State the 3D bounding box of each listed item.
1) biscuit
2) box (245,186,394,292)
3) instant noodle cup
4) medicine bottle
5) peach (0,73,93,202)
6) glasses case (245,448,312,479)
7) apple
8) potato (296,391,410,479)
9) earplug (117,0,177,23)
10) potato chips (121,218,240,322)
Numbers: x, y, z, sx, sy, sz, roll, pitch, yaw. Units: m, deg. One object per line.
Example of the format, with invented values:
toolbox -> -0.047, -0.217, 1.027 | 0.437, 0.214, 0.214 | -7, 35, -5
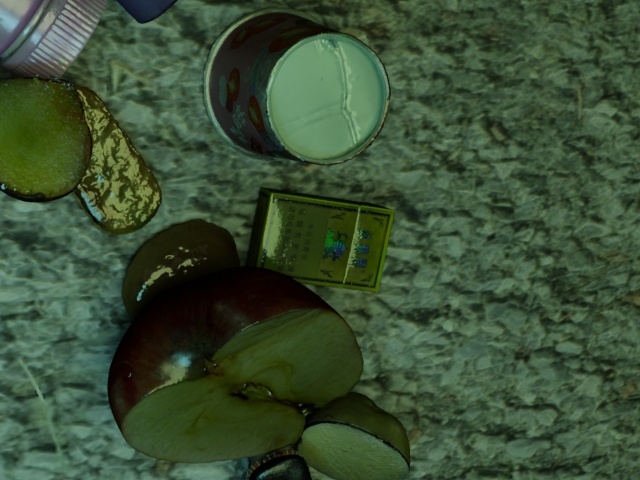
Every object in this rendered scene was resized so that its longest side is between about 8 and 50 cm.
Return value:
biscuit -> -0.333, -0.118, 1.855 | 0.118, 0.029, 0.247 | -37, 111, -14
box -> 0.000, 0.000, 1.998 | 0.220, 0.064, 0.140 | 7, 98, -21
instant noodle cup -> -0.030, -0.219, 1.847 | 0.243, 0.231, 0.242 | -5, 104, -20
medicine bottle -> -0.451, -0.348, 1.675 | 0.291, 0.178, 0.178 | 33, 88, -25
peach -> -0.397, -0.160, 1.736 | 0.189, 0.279, 0.068 | 34, 46, -17
glasses case -> -0.055, 0.442, 2.034 | 0.103, 0.067, 0.266 | -21, 130, -13
apple -> -0.118, 0.194, 1.863 | 0.365, 0.329, 0.295 | 26, 69, -48
potato -> 0.060, 0.313, 2.058 | 0.202, 0.182, 0.117 | 33, 52, -21
earplug -> -0.335, -0.518, 1.681 | 0.456, 0.215, 0.215 | 42, 84, -20
potato chips -> -0.213, 0.055, 1.933 | 0.202, 0.049, 0.150 | -28, 116, -21
